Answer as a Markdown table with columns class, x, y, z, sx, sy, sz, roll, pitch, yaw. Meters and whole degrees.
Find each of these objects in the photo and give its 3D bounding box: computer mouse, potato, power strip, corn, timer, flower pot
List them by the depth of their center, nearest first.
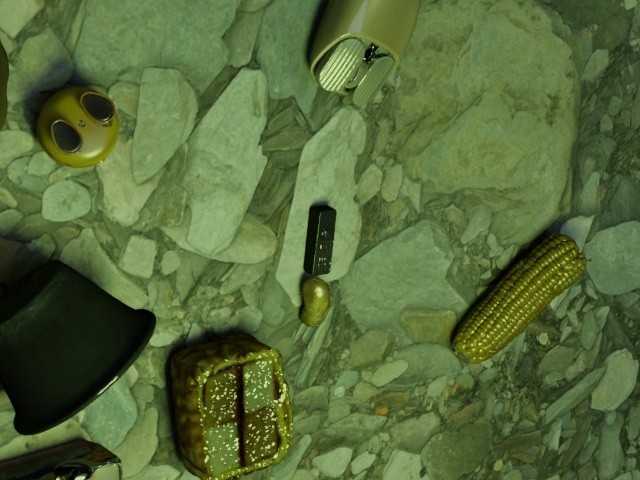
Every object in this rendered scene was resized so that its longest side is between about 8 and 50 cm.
| class | x | y | z | sx | sy | sz | roll | pitch | yaw |
| --- | --- | --- | --- | --- | --- | --- | --- | --- | --- |
| timer | -0.314 | -0.144 | 1.693 | 0.107 | 0.109 | 0.107 | 1 | 86 | -18 |
| flower pot | -0.349 | 0.123 | 1.697 | 0.235 | 0.235 | 0.148 | -45 | 110 | -17 |
| computer mouse | 0.072 | -0.321 | 1.932 | 0.145 | 0.082 | 0.236 | 23 | 91 | -43 |
| power strip | 0.000 | 0.000 | 2.036 | 0.038 | 0.029 | 0.111 | -9 | 113 | -37 |
| potato | -0.007 | 0.096 | 2.060 | 0.046 | 0.045 | 0.092 | -33 | 136 | -47 |
| corn | 0.352 | 0.105 | 2.325 | 0.313 | 0.102 | 0.102 | -42 | 129 | -19 |

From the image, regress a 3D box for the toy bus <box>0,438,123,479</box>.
| class | x | y | z | sx | sy | sz | roll | pitch | yaw |
| --- | --- | --- | --- | --- | --- | --- | --- | --- | --- |
| toy bus | -0.410 | 0.353 | 1.783 | 0.274 | 0.112 | 0.090 | -11 | 114 | -37 |

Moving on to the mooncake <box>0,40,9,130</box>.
| class | x | y | z | sx | sy | sz | roll | pitch | yaw |
| --- | --- | --- | --- | --- | --- | --- | --- | --- | --- |
| mooncake | -0.501 | -0.180 | 1.461 | 0.290 | 0.161 | 0.290 | -15 | 116 | -33 |

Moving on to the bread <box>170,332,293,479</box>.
| class | x | y | z | sx | sy | sz | roll | pitch | yaw |
| --- | --- | --- | --- | --- | --- | --- | --- | --- | --- |
| bread | -0.136 | 0.251 | 1.981 | 0.181 | 0.096 | 0.222 | -20 | 117 | -33 |
